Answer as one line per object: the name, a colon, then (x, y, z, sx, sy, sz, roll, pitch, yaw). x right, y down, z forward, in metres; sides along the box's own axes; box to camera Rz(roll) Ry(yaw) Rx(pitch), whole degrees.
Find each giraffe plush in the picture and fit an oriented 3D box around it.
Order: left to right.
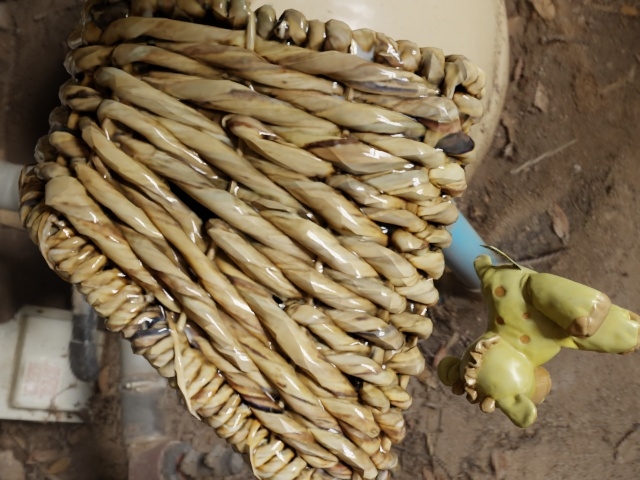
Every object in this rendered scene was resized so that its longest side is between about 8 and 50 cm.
giraffe plush: (0.234, 0.123, 0.900, 0.210, 0.181, 0.170, 25, 87, -13)

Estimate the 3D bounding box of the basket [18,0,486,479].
basket: (-0.057, 0.009, 0.454, 0.214, 0.299, 0.222, 13, 90, -3)
